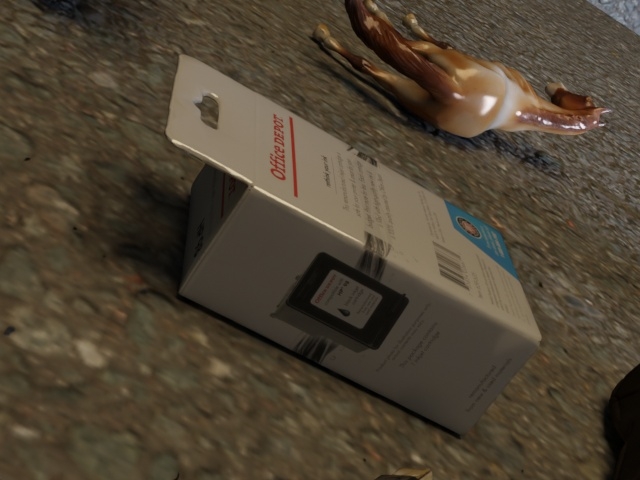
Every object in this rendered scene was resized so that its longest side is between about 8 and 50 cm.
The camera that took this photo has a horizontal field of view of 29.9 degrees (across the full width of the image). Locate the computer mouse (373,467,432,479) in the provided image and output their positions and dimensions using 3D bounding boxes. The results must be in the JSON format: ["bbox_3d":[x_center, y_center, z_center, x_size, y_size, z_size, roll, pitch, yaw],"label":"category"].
[{"bbox_3d":[0.078,0.146,0.369,0.193,0.042,0.106,35,16,16],"label":"computer mouse"}]

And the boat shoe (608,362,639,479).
[{"bbox_3d":[0.183,0.110,0.563,0.072,0.068,0.190,46,21,-3],"label":"boat shoe"}]

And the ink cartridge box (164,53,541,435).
[{"bbox_3d":[0.000,0.000,0.528,0.180,0.060,0.104,28,23,-16],"label":"ink cartridge box"}]

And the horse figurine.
[{"bbox_3d":[0.106,-0.131,0.949,0.174,0.066,0.263,39,19,26],"label":"horse figurine"}]
